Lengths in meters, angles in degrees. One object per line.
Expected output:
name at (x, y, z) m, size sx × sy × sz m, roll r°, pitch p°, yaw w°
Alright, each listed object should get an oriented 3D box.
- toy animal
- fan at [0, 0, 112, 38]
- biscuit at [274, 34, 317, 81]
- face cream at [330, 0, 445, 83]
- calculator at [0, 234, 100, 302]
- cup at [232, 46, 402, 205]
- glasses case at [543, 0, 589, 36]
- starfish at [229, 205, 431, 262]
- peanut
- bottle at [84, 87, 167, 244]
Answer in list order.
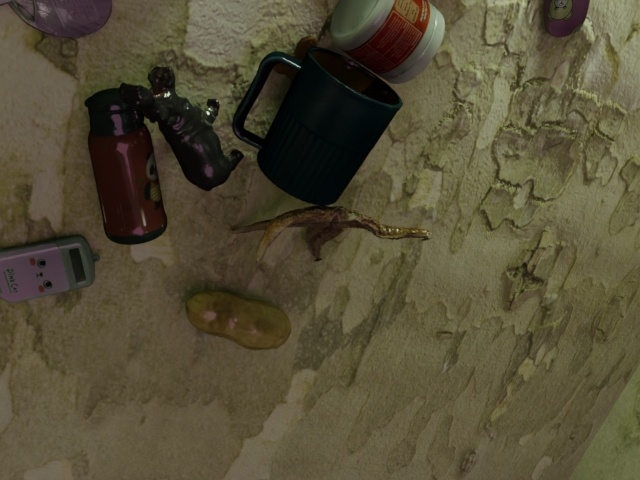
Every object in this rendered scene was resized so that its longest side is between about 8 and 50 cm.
toy animal at (-0.300, -0.258, 1.441) m, size 0.343 × 0.106 × 0.168 m, roll 54°, pitch 48°, yaw -46°
fan at (-0.554, -0.515, 1.273) m, size 0.294 × 0.012 × 0.223 m, roll 1°, pitch 117°, yaw -27°
biscuit at (-0.019, -0.385, 1.584) m, size 0.138 × 0.031 × 0.205 m, roll -37°, pitch 127°, yaw 9°
face cream at (0.150, -0.489, 1.502) m, size 0.187 × 0.201 × 0.201 m, roll 25°, pitch 104°, yaw -34°
calculator at (-0.644, 0.065, 1.539) m, size 0.246 × 0.045 × 0.141 m, roll -12°, pitch 122°, yaw -20°
cup at (-0.013, -0.261, 1.503) m, size 0.308 × 0.242 × 0.292 m, roll 9°, pitch 125°, yaw -36°
glasses case at (0.644, -0.689, 1.698) m, size 0.123 × 0.076 × 0.316 m, roll -18°, pitch 123°, yaw -15°
starfish at (-0.003, -0.012, 1.628) m, size 0.398 × 0.384 × 0.132 m, roll -1°, pitch 78°, yaw -35°
peanut at (-0.212, 0.214, 1.762) m, size 0.319 × 0.147 × 0.147 m, roll 23°, pitch 106°, yaw -32°
bottle at (-0.435, -0.164, 1.447) m, size 0.144 × 0.144 × 0.336 m, roll -14°, pitch 122°, yaw -18°
